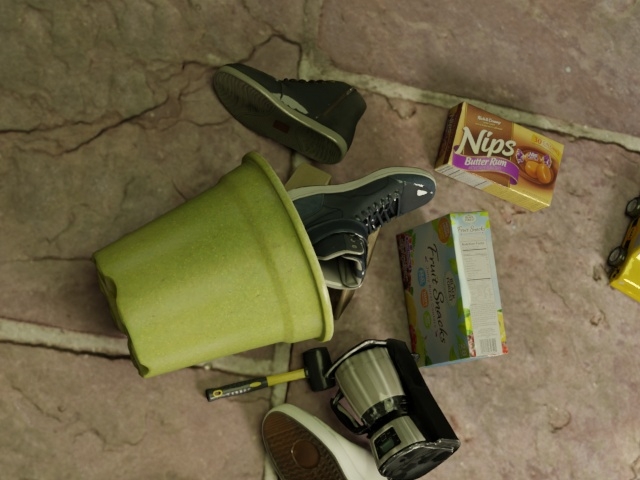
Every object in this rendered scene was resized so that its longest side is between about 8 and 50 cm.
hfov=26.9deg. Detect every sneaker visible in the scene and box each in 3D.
[{"bbox_3d":[0.070,-0.015,1.825,0.226,0.086,0.163,-13,43,-10],"label":"sneaker"},{"bbox_3d":[0.040,0.331,1.889,0.290,0.106,0.123,45,31,1],"label":"sneaker"},{"bbox_3d":[-0.044,-0.209,1.962,0.222,0.083,0.118,32,51,-6],"label":"sneaker"}]

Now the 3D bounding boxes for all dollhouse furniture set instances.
[{"bbox_3d":[0.000,0.000,1.948,0.151,0.123,0.144,26,50,10],"label":"dollhouse furniture set"}]

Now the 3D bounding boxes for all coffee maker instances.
[{"bbox_3d":[0.117,0.234,1.865,0.171,0.120,0.178,-8,57,-34],"label":"coffee maker"}]

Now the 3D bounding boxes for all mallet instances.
[{"bbox_3d":[-0.071,0.189,1.890,0.189,0.039,0.062,-4,83,-19],"label":"mallet"}]

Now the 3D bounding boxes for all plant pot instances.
[{"bbox_3d":[-0.155,0.053,1.776,0.254,0.276,0.276,-22,89,-13],"label":"plant pot"}]

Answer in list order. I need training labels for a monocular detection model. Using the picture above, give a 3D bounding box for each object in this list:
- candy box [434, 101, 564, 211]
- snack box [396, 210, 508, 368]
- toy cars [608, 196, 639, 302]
[{"bbox_3d":[0.278,-0.130,2.078,0.186,0.053,0.109,22,73,-18],"label":"candy box"},{"bbox_3d":[0.188,0.074,1.936,0.070,0.174,0.207,-5,83,-24],"label":"snack box"},{"bbox_3d":[0.628,-0.032,2.180,0.393,0.087,0.176,-22,89,-24],"label":"toy cars"}]
